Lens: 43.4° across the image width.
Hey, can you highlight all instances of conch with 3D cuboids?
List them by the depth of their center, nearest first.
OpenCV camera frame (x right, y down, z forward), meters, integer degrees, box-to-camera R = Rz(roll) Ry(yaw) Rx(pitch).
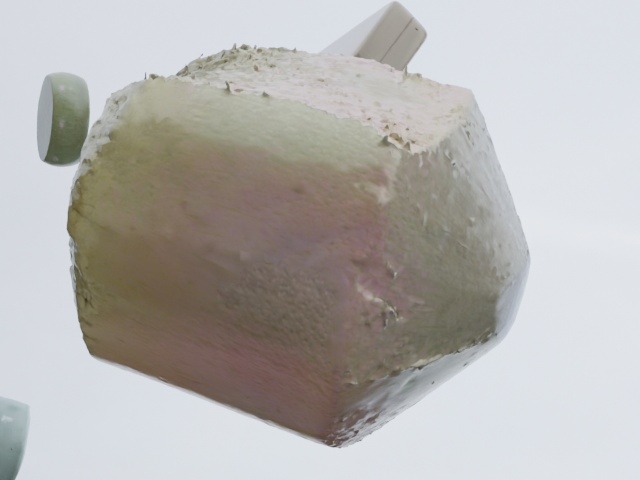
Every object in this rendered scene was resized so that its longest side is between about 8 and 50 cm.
[{"bbox_3d":[-0.452,0.288,1.023,0.221,0.121,0.185,-44,-116,29],"label":"conch"}]

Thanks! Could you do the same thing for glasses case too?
[{"bbox_3d":[0.029,-0.259,1.284,0.076,0.144,0.336,41,-20,-17],"label":"glasses case"}]

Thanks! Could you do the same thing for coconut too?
[{"bbox_3d":[0.000,0.000,0.608,0.309,0.297,0.297,13,-40,12],"label":"coconut"}]

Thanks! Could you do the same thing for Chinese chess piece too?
[{"bbox_3d":[-0.392,-0.184,1.226,0.058,0.144,0.144,2,-26,-30],"label":"Chinese chess piece"}]
